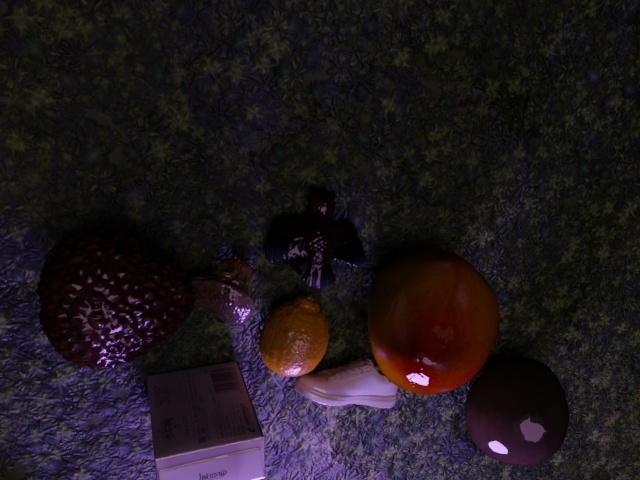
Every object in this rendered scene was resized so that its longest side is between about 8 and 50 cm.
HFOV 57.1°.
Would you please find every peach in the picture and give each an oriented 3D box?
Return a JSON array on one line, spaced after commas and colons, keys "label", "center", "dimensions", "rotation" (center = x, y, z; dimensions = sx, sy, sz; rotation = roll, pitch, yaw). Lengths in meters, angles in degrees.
[{"label": "peach", "center": [0.234, 0.179, 1.225], "dimensions": [0.289, 0.307, 0.288], "rotation": [-4, 125, -6]}]

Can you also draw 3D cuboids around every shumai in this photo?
[{"label": "shumai", "center": [-0.182, 0.088, 1.163], "dimensions": [0.145, 0.146, 0.116], "rotation": [44, 50, -27]}]

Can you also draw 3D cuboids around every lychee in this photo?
[{"label": "lychee", "center": [-0.350, 0.102, 1.030], "dimensions": [0.272, 0.271, 0.271], "rotation": [-7, 112, -17]}]

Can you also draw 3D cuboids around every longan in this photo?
[{"label": "longan", "center": [0.480, 0.419, 1.444], "dimensions": [0.258, 0.258, 0.257], "rotation": [-7, 112, -17]}]

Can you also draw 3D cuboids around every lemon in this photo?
[{"label": "lemon", "center": [-0.052, 0.199, 1.223], "dimensions": [0.142, 0.142, 0.186], "rotation": [16, 98, -24]}]

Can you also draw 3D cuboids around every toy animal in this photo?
[{"label": "toy animal", "center": [0.001, -0.009, 1.176], "dimensions": [0.219, 0.116, 0.179], "rotation": [5, 109, -14]}]

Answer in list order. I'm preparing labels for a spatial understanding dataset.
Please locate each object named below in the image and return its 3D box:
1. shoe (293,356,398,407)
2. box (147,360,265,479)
[{"label": "shoe", "center": [0.068, 0.311, 1.340], "dimensions": [0.265, 0.095, 0.110], "rotation": [15, 98, -29]}, {"label": "box", "center": [-0.231, 0.360, 1.154], "dimensions": [0.195, 0.260, 0.110], "rotation": [-7, 116, -16]}]
